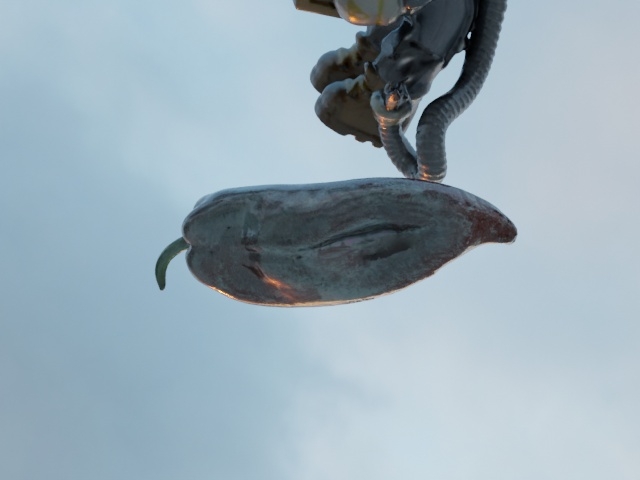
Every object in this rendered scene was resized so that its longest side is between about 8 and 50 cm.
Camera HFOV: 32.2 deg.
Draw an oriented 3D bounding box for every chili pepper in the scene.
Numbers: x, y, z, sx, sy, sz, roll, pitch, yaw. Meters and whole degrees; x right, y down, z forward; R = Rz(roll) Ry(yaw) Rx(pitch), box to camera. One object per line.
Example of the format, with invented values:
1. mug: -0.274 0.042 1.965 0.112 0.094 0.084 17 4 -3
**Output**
1. chili pepper: 0.000 0.001 0.443 0.153 0.041 0.050 -2 -47 20

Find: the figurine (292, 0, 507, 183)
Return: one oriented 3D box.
1. figurine: 0.088 -0.260 0.860 0.186 0.261 0.382 9 -51 -28
